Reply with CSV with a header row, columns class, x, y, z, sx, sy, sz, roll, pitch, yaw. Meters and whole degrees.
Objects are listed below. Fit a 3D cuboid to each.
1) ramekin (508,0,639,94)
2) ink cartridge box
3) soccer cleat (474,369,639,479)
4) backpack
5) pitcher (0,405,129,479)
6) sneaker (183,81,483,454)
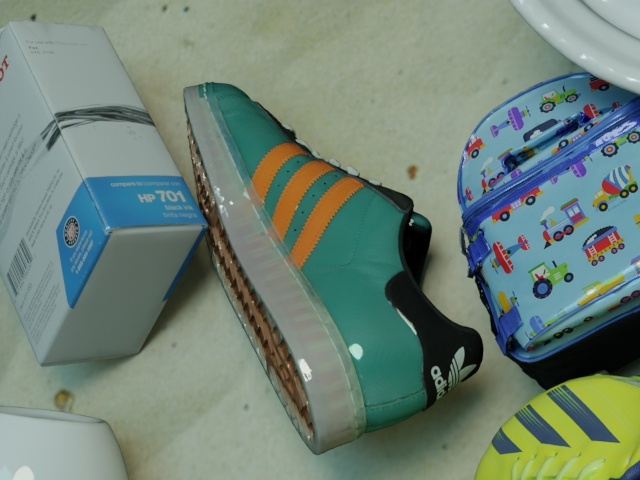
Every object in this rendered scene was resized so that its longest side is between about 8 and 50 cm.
class,x,y,z,sx,sy,sz,roll,pitch,yaw
ramekin,0.219,-0.209,0.814,0.277,0.135,0.277,1,95,13
ink cartridge box,-0.168,-0.033,1.021,0.139,0.082,0.190,-57,49,39
soccer cleat,0.147,0.121,0.741,0.093,0.121,0.289,59,148,-2
backpack,0.150,-0.022,0.853,0.158,0.117,0.173,-28,59,17
pitcher,-0.164,0.215,0.954,0.178,0.125,0.207,6,87,9
sneaker,0.000,0.000,0.946,0.121,0.108,0.302,-16,48,-13
